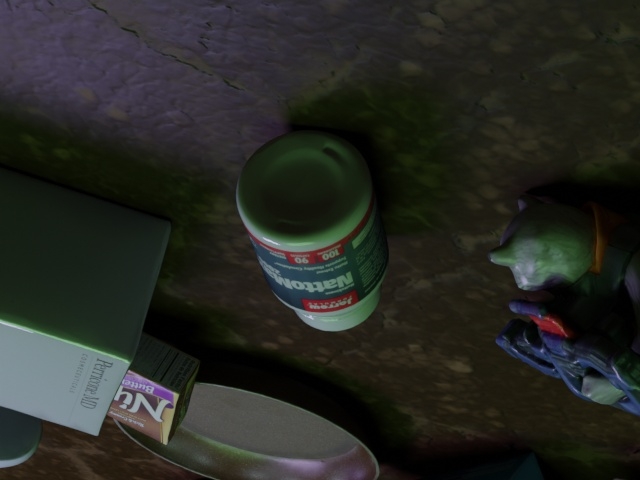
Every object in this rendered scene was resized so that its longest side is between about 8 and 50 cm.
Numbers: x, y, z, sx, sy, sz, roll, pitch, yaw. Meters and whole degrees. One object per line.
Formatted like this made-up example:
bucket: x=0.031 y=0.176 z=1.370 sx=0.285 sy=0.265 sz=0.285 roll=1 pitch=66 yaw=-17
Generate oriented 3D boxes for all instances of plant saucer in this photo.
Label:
plant saucer: x=-0.081 y=0.208 z=1.836 sx=0.311 sy=0.050 sz=0.310 roll=11 pitch=154 yaw=6

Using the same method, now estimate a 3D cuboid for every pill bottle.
pill bottle: x=0.000 y=0.000 z=1.333 sx=0.108 sy=0.108 sz=0.180 roll=7 pitch=152 yaw=15

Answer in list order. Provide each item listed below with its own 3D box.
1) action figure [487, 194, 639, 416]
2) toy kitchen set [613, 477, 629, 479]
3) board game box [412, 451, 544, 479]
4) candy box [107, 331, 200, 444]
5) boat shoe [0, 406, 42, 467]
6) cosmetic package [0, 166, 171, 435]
action figure: x=0.276 y=0.065 z=1.331 sx=0.330 sy=0.178 sz=0.341 roll=31 pitch=177 yaw=-16
toy kitchen set: x=0.378 y=0.350 z=1.716 sx=0.166 sy=0.122 sz=0.207 roll=18 pitch=168 yaw=29
board game box: x=0.182 y=0.426 z=1.831 sx=0.254 sy=0.079 sz=0.336 roll=-19 pitch=98 yaw=33
candy box: x=-0.223 y=0.128 z=1.689 sx=0.187 sy=0.053 sz=0.109 roll=27 pitch=142 yaw=6
boat shoe: x=-0.502 y=0.178 z=1.896 sx=0.367 sy=0.135 sz=0.156 roll=21 pitch=152 yaw=-6
cosmetic package: x=-0.351 y=0.030 z=1.512 sx=0.385 sy=0.156 sz=0.217 roll=18 pitch=151 yaw=-5
